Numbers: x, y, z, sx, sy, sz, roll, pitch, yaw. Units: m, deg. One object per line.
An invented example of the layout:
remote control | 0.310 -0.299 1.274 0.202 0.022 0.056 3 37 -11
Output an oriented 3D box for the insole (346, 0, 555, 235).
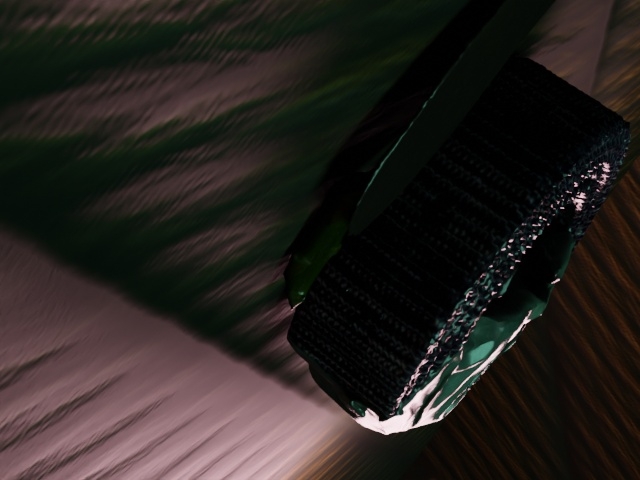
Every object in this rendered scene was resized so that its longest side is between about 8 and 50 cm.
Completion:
insole | 0.112 -0.125 0.943 0.328 0.007 0.111 -50 169 -25

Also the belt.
belt | 0.098 0.007 1.106 0.260 0.122 0.325 -58 167 19

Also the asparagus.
asparagus | 0.001 0.000 0.931 0.025 0.021 0.108 -41 165 -54
